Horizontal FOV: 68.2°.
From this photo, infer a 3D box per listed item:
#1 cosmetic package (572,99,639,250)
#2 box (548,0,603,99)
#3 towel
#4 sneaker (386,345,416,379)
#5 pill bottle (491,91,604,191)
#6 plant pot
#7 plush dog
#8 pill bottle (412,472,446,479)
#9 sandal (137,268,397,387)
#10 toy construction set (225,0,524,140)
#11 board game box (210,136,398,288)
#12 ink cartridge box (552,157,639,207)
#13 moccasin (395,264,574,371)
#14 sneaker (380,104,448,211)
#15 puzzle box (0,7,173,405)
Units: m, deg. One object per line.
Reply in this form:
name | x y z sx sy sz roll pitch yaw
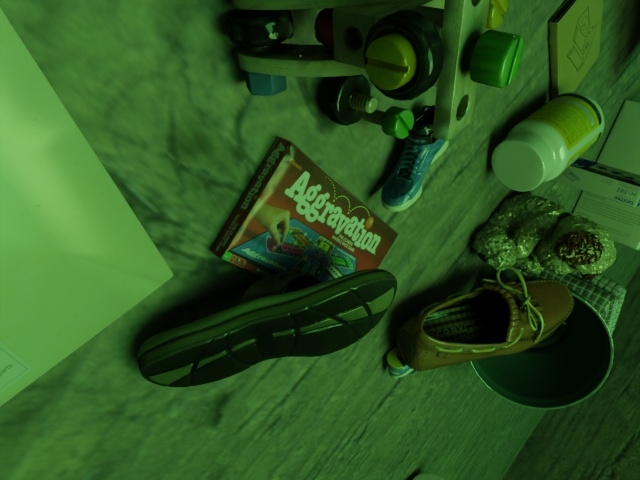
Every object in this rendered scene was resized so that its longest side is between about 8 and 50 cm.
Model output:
cosmetic package | 0.870 -0.175 1.299 0.155 0.196 0.366 2 113 -48
box | 0.484 -0.378 0.891 0.164 0.021 0.201 -50 140 -12
towel | 0.636 0.192 1.249 0.121 0.235 0.284 -28 130 -30
sneaker | 0.184 0.222 0.929 0.144 0.053 0.059 -22 131 -28
pill bottle | 0.415 -0.180 0.865 0.208 0.119 0.119 -34 135 -28
plant pot | 0.501 0.213 1.111 0.196 0.292 0.293 -32 139 -65
plush dog | 0.473 -0.007 0.951 0.262 0.225 0.211 12 104 -50
pill bottle | 0.285 0.803 1.317 0.160 0.160 0.283 -15 124 -41
sandal | -0.050 0.078 0.531 0.302 0.086 0.120 -11 138 -16
toy construction set | 0.089 -0.227 0.391 0.257 0.237 0.309 -8 119 -44
board game box | 0.000 0.000 0.607 0.281 0.027 0.145 31 88 -51
ink cartridge box | 0.576 -0.133 0.996 0.097 0.207 0.046 -17 126 -40
moccasin | 0.326 0.137 0.885 0.379 0.139 0.147 -5 151 -18
sneaker | 0.123 -0.117 0.637 0.152 0.058 0.085 -52 147 -16
puzzle box | -0.319 0.046 0.273 0.408 0.052 0.272 -39 137 -23
